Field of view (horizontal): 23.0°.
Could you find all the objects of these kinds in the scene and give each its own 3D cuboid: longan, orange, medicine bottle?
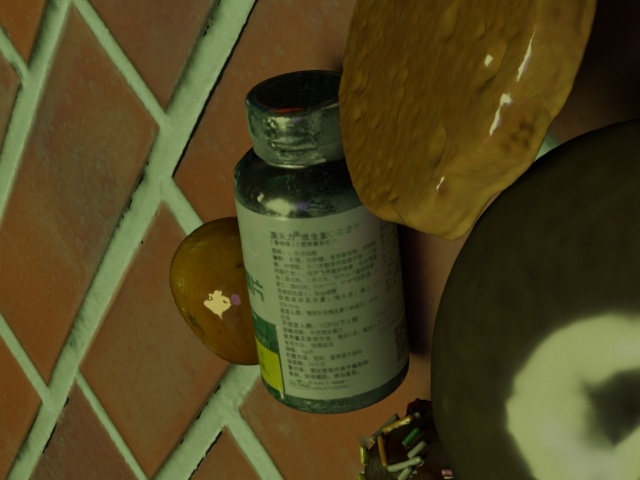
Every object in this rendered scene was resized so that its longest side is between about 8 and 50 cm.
[{"bbox_3d":[0.216,0.063,1.025,0.288,0.288,0.350,58,136,10],"label":"longan"},{"bbox_3d":[-0.074,0.047,1.559,0.155,0.134,0.155,51,169,14],"label":"orange"},{"bbox_3d":[0.000,0.000,1.397,0.141,0.141,0.293,26,132,45],"label":"medicine bottle"}]

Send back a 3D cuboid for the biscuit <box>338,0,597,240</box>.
[{"bbox_3d":[0.103,-0.161,1.080,0.351,0.057,0.312,129,146,-52],"label":"biscuit"}]

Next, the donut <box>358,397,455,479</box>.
[{"bbox_3d":[0.125,0.271,1.417,0.270,0.103,0.270,45,146,43],"label":"donut"}]
